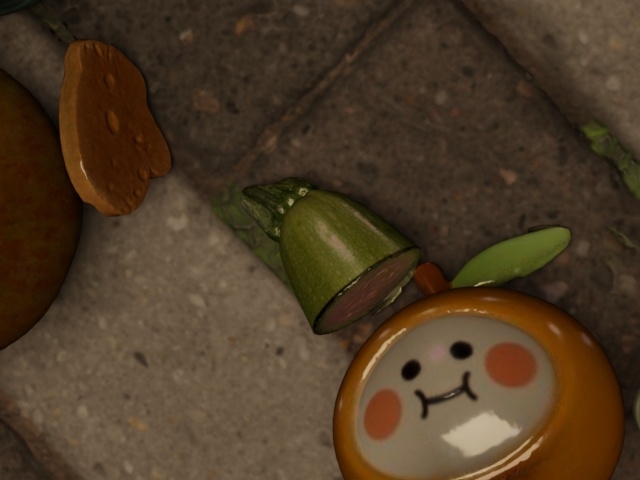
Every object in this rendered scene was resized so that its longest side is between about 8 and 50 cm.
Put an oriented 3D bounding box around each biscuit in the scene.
[{"bbox_3d":[-0.158,-0.080,1.253,0.023,0.118,0.140,-17,57,29],"label":"biscuit"}]

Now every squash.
[{"bbox_3d":[0.001,-0.007,1.251,0.105,0.105,0.132,-42,70,12],"label":"squash"}]

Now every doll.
[{"bbox_3d":[0.109,0.107,1.201,0.213,0.213,0.236,-18,56,11],"label":"doll"}]

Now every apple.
[{"bbox_3d":[-0.312,-0.022,1.214,0.264,0.264,0.264,1,97,9],"label":"apple"}]

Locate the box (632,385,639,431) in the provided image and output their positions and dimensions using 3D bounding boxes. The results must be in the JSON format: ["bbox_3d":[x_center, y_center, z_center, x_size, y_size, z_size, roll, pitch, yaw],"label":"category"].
[{"bbox_3d":[0.340,0.067,1.170,0.163,0.135,0.243,30,102,6],"label":"box"}]

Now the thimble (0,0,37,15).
[{"bbox_3d":[-0.273,-0.269,1.227,0.235,0.143,0.198,-32,91,10],"label":"thimble"}]
